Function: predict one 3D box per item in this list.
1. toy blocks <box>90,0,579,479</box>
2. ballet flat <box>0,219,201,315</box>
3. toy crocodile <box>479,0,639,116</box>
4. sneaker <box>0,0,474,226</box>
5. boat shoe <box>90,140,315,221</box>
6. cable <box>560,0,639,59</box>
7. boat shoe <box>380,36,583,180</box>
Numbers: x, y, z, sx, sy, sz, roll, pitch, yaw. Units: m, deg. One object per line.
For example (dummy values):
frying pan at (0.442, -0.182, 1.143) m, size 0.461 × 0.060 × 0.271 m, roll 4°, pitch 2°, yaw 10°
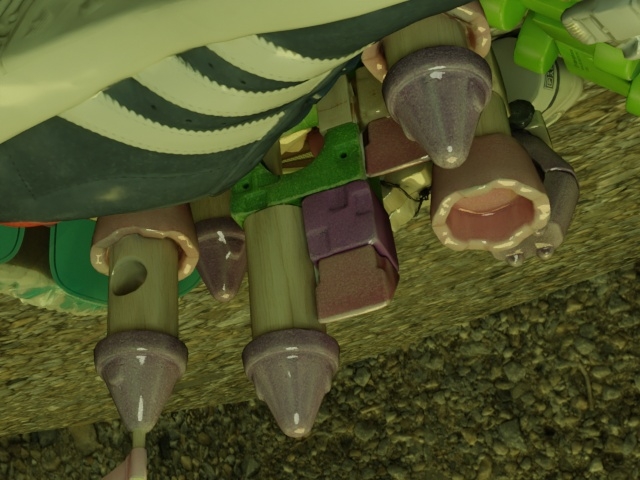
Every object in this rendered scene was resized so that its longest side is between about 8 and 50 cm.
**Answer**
toy blocks at (0.000, 0.000, 0.761) m, size 0.289 × 0.260 × 0.309 m, roll -17°, pitch 146°, yaw 14°
ballet flat at (-0.249, -0.025, 0.984) m, size 0.147 × 0.147 × 0.409 m, roll -20°, pitch 164°, yaw 28°
toy crocodile at (0.188, -0.159, 0.871) m, size 0.115 × 0.105 × 0.340 m, roll 26°, pitch -177°, yaw 20°
sneaker at (-0.024, -0.092, 0.506) m, size 0.350 × 0.131 × 0.148 m, roll -15°, pitch 152°, yaw 26°
boat shoe at (-0.074, -0.084, 0.960) m, size 0.257 × 0.095 × 0.095 m, roll -15°, pitch 156°, yaw -26°
cable at (0.236, -0.148, 0.457) m, size 0.257 × 0.089 × 0.257 m, roll -11°, pitch 175°, yaw -34°
boat shoe at (0.102, -0.089, 1.115) m, size 0.267 × 0.096 × 0.088 m, roll -33°, pitch 155°, yaw 35°
